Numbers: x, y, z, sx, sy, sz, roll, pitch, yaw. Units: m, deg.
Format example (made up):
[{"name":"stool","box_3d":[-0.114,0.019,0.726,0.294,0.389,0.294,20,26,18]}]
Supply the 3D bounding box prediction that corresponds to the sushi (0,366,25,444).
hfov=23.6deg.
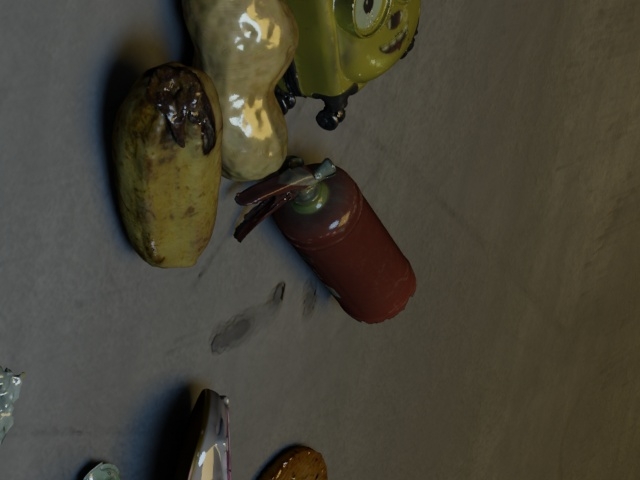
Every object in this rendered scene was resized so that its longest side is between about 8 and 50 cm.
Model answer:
[{"name":"sushi","box_3d":[-0.346,0.140,1.215,0.274,0.184,0.139,8,102,-61]}]

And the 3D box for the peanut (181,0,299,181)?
[{"name":"peanut","box_3d":[-0.083,-0.171,1.537,0.101,0.117,0.263,-57,154,-55]}]

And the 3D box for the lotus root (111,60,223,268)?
[{"name":"lotus root","box_3d":[-0.151,-0.074,1.503,0.110,0.097,0.258,-13,136,-21]}]

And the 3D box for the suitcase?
[{"name":"suitcase","box_3d":[0.021,-0.261,1.622,0.194,0.143,0.235,-46,142,-35]}]

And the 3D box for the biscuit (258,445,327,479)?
[{"name":"biscuit","box_3d":[-0.050,0.357,2.003,0.188,0.027,0.187,-35,134,-46]}]

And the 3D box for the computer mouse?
[{"name":"computer mouse","box_3d":[-0.131,0.322,1.731,0.158,0.072,0.310,-96,-176,-68]}]

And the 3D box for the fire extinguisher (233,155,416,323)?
[{"name":"fire extinguisher","box_3d":[0.000,0.000,1.807,0.147,0.106,0.337,-40,146,-1]}]

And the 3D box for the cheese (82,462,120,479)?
[{"name":"cheese","box_3d":[-0.235,0.284,1.651,0.067,0.026,0.120,-47,144,-34]}]
